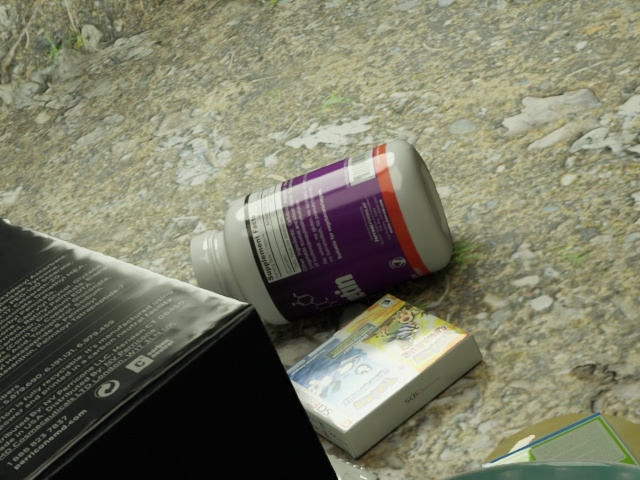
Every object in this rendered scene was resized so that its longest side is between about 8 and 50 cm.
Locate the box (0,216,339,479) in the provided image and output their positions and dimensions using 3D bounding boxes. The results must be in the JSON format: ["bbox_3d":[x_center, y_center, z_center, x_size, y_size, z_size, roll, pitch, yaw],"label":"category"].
[{"bbox_3d":[-0.205,0.279,1.679,0.297,0.480,0.471,-39,31,-26],"label":"box"}]

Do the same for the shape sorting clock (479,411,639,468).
[{"bbox_3d":[0.256,0.254,1.809,0.206,0.040,0.206,-17,28,9],"label":"shape sorting clock"}]

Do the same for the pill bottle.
[{"bbox_3d":[0.000,0.000,2.302,0.323,0.181,0.181,-20,28,12],"label":"pill bottle"}]

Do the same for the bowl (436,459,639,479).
[{"bbox_3d":[0.199,0.324,1.549,0.311,0.163,0.311,-6,13,1],"label":"bowl"}]

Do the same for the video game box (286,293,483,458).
[{"bbox_3d":[0.064,0.160,2.121,0.205,0.048,0.187,-37,32,-19],"label":"video game box"}]

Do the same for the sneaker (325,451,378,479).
[{"bbox_3d":[0.013,0.280,1.938,0.095,0.090,0.235,-20,29,-18],"label":"sneaker"}]
